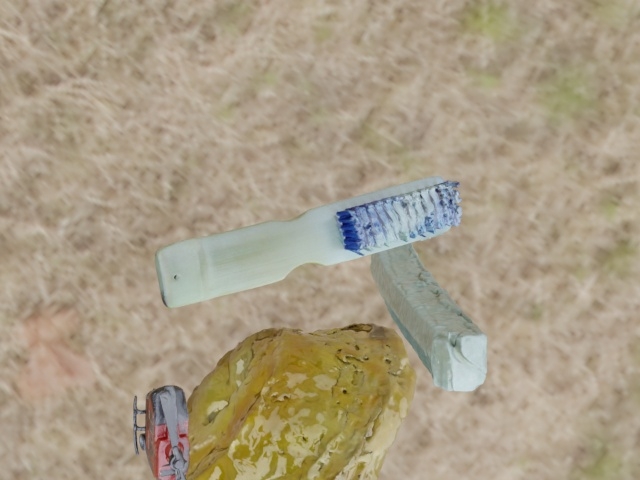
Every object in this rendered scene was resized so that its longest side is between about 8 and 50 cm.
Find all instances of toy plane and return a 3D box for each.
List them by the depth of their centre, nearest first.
[{"bbox_3d":[-0.108,0.159,1.081,0.037,0.060,0.145,-7,112,-21],"label":"toy plane"}]

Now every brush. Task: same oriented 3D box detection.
[{"bbox_3d":[0.000,0.000,0.782,0.178,0.030,0.033,-15,102,-29],"label":"brush"}]

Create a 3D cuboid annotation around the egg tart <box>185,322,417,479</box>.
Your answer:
[{"bbox_3d":[-0.055,0.197,1.467,0.129,0.341,0.341,38,90,-21],"label":"egg tart"}]

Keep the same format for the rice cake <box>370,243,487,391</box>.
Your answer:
[{"bbox_3d":[0.077,0.052,1.119,0.042,0.245,0.045,-5,106,-9],"label":"rice cake"}]
